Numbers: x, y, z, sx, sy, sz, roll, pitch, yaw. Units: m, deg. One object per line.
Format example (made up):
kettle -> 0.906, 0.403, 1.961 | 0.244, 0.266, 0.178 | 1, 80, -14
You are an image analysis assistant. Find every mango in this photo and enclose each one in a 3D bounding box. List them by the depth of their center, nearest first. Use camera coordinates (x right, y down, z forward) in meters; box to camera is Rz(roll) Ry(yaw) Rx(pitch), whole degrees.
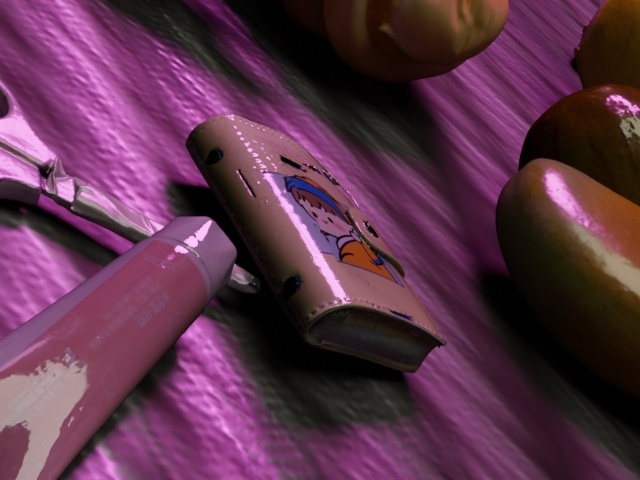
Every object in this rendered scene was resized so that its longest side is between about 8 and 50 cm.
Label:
mango -> 0.189, 0.027, 0.868 | 0.130, 0.092, 0.194 | -23, 68, -43

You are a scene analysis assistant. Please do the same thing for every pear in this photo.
pear -> 0.337, -0.137, 1.191 | 0.220, 0.187, 0.187 | 37, 27, 15

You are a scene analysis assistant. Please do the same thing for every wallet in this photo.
wallet -> 0.000, 0.000, 0.740 | 0.110, 0.039, 0.155 | 21, 28, -46

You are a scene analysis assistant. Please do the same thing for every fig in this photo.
fig -> 0.224, 0.005, 0.967 | 0.124, 0.124, 0.236 | -19, 83, -57

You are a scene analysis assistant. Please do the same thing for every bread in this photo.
bread -> 0.015, -0.235, 1.041 | 0.173, 0.121, 0.311 | 1, 46, -40

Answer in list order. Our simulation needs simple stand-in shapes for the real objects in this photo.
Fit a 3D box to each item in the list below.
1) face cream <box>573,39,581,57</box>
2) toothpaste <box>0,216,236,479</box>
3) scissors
face cream -> 0.336, -0.136, 1.329 | 0.198, 0.057, 0.084 | 45, 30, 11
toothpaste -> -0.098, 0.048, 0.576 | 0.067, 0.043, 0.194 | 40, 38, 5
scissors -> -0.122, -0.022, 0.669 | 0.212, 0.021, 0.110 | 30, 35, -14
